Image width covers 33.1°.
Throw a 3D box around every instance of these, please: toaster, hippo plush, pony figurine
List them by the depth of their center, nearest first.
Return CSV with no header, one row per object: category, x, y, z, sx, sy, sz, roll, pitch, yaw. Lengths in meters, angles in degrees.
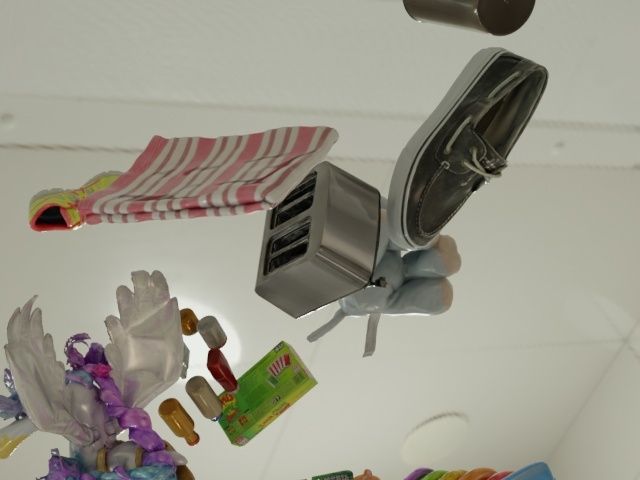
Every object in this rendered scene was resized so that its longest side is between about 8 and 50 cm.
toaster,0.000,0.000,1.489,0.110,0.186,0.168,29,-128,-32
pony figurine,-0.333,0.244,1.545,0.303,0.364,0.350,-17,-91,-48
hippo plush,0.115,0.042,1.989,0.234,0.294,0.236,17,-165,-15

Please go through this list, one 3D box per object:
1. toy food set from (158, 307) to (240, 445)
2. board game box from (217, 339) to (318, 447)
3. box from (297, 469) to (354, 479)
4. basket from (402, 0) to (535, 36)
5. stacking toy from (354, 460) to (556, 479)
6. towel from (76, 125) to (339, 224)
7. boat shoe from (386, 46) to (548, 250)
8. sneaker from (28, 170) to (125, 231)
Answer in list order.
toy food set,-0.206,0.230,1.859,0.111,0.104,0.232,-15,-137,12
board game box,-0.103,0.272,1.909,0.092,0.181,0.043,52,-174,29
box,0.002,0.353,1.258,0.105,0.043,0.179,-11,-137,2
basket,0.281,-0.468,1.993,0.154,0.204,0.227,24,-167,-35
stacking toy,0.157,0.366,1.444,0.302,0.175,0.166,5,-170,42
towel,-0.097,-0.061,0.937,0.197,0.029,0.144,-3,-153,25
boat shoe,0.210,-0.132,1.538,0.119,0.335,0.121,21,170,48
sneaker,-0.409,-0.055,1.861,0.209,0.081,0.094,-16,-155,8
